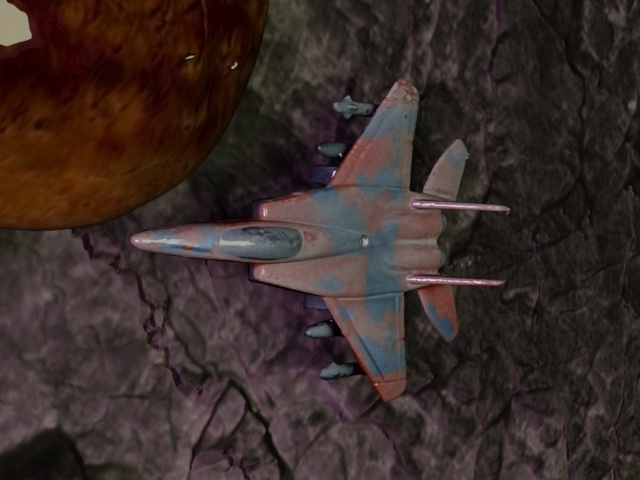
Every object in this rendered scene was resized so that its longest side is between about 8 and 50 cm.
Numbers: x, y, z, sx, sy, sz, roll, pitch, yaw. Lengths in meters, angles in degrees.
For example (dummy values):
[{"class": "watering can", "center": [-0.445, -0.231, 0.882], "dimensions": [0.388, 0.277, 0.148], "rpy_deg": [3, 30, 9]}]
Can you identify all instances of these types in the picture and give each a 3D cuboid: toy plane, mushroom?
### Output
[{"class": "toy plane", "center": [-0.005, -0.001, 0.932], "dimensions": [0.326, 0.104, 0.223], "rpy_deg": [1, 93, -42]}, {"class": "mushroom", "center": [-0.167, -0.159, 0.671], "dimensions": [0.345, 0.239, 0.345], "rpy_deg": [-5, 90, -70]}]
